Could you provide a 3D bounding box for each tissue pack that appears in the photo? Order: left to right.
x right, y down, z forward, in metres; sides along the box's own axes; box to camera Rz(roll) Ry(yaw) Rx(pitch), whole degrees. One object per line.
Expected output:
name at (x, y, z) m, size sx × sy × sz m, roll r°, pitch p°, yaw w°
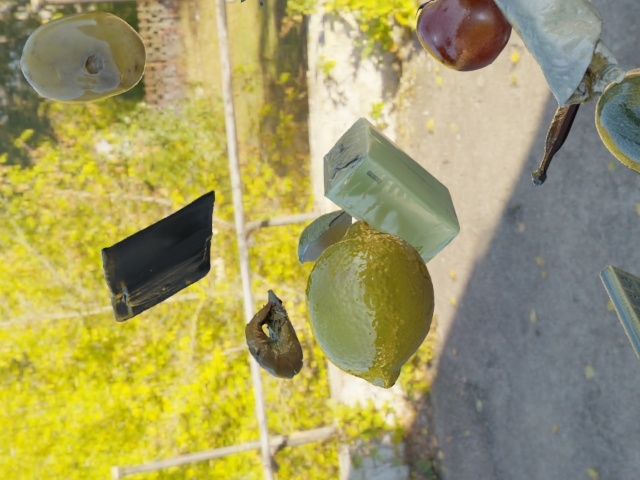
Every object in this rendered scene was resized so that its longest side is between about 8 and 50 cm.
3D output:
tissue pack at (0.123, -0.086, 1.416) m, size 0.125 × 0.234 × 0.159 m, roll -44°, pitch 23°, yaw 23°

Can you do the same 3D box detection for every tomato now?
tomato at (0.249, -0.368, 1.390) m, size 0.167 × 0.167 × 0.168 m, roll 173°, pitch 90°, yaw -77°

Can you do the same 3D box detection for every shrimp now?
shrimp at (-0.113, 0.214, 1.879) m, size 0.061 × 0.145 × 0.267 m, roll -55°, pitch 28°, yaw 38°

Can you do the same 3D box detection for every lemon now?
lemon at (0.070, 0.088, 1.138) m, size 0.187 × 0.186 × 0.244 m, roll 129°, pitch 138°, yaw -72°

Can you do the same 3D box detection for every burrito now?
burrito at (0.321, -0.361, 1.180) m, size 0.076 × 0.117 × 0.392 m, roll 57°, pitch -168°, yaw -59°

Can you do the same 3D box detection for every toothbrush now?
toothbrush at (0.469, -0.219, 1.572) m, size 0.364 × 0.040 × 0.041 m, roll -56°, pitch -17°, yaw -40°

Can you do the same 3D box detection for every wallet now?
wallet at (-0.314, 0.045, 1.581) m, size 0.041 × 0.247 × 0.323 m, roll 47°, pitch 153°, yaw 20°

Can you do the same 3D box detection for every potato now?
potato at (-0.434, -0.340, 1.469) m, size 0.150 × 0.233 × 0.146 m, roll 71°, pitch -169°, yaw -60°

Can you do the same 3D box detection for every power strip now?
power strip at (0.576, 0.150, 1.425) m, size 0.034 × 0.092 × 0.268 m, roll -54°, pitch 25°, yaw 33°

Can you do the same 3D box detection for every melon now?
melon at (-0.004, -0.003, 2.045) m, size 0.139 × 0.202 × 0.093 m, roll 7°, pitch 132°, yaw 50°
melon at (0.736, -0.250, 1.706) m, size 0.301 × 0.237 × 0.238 m, roll 41°, pitch 140°, yaw 41°

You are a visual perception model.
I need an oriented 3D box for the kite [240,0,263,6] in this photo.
kite at (-0.145, -0.553, 1.753) m, size 0.122 × 0.004 × 0.090 m, roll -2°, pitch 133°, yaw 39°
